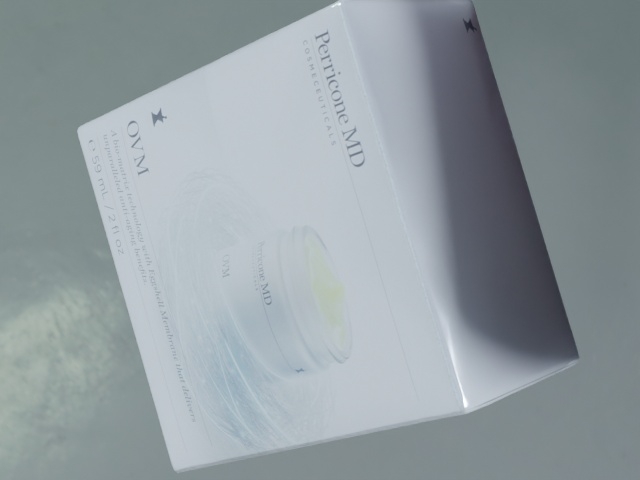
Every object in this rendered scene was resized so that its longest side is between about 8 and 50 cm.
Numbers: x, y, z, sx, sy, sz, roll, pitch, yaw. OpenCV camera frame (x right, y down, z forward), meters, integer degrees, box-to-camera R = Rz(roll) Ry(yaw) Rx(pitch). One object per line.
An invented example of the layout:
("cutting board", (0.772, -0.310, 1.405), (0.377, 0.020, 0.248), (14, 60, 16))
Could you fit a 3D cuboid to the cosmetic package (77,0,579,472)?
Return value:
("cosmetic package", (0.000, 0.000, 0.777), (0.224, 0.138, 0.224), (-19, 86, 37))
